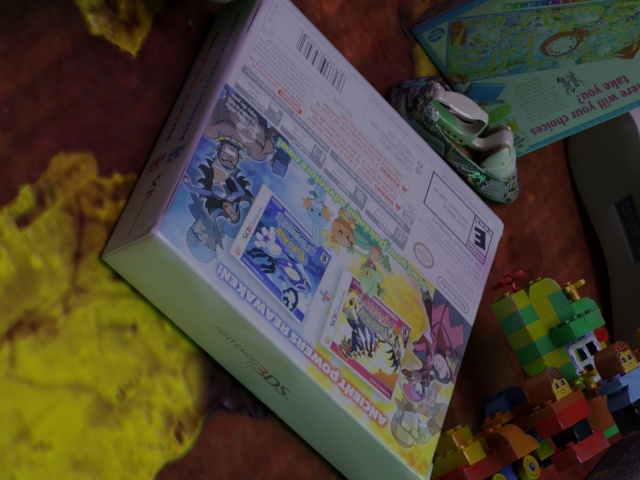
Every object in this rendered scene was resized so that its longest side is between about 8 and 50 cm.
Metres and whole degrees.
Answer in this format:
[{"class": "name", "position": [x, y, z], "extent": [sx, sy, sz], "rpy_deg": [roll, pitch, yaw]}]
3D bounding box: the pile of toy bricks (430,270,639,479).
[{"class": "pile of toy bricks", "position": [0.129, 0.064, 1.088], "extent": [0.212, 0.118, 0.105], "rpy_deg": [-21, 81, -52]}]

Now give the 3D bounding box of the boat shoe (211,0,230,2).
[{"class": "boat shoe", "position": [-0.059, -0.174, 0.997], "extent": [0.341, 0.121, 0.110], "rpy_deg": [-12, 100, -53]}]

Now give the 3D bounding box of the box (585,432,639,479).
[{"class": "box", "position": [0.184, 0.237, 1.114], "extent": [0.231, 0.056, 0.183], "rpy_deg": [-40, 103, -49]}]

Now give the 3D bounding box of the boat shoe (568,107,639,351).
[{"class": "boat shoe", "position": [0.225, 0.016, 1.243], "extent": [0.081, 0.079, 0.228], "rpy_deg": [0, 69, -44]}]

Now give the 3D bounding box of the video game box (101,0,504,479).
[{"class": "video game box", "position": [0.000, 0.000, 1.025], "extent": [0.205, 0.048, 0.187], "rpy_deg": [44, 43, -25]}]

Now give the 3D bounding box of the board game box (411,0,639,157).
[{"class": "board game box", "position": [0.142, -0.116, 1.153], "extent": [0.103, 0.154, 0.026], "rpy_deg": [54, 41, -17]}]

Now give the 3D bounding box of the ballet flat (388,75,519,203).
[{"class": "ballet flat", "position": [0.089, -0.059, 1.157], "extent": [0.114, 0.041, 0.041], "rpy_deg": [36, 49, -33]}]
